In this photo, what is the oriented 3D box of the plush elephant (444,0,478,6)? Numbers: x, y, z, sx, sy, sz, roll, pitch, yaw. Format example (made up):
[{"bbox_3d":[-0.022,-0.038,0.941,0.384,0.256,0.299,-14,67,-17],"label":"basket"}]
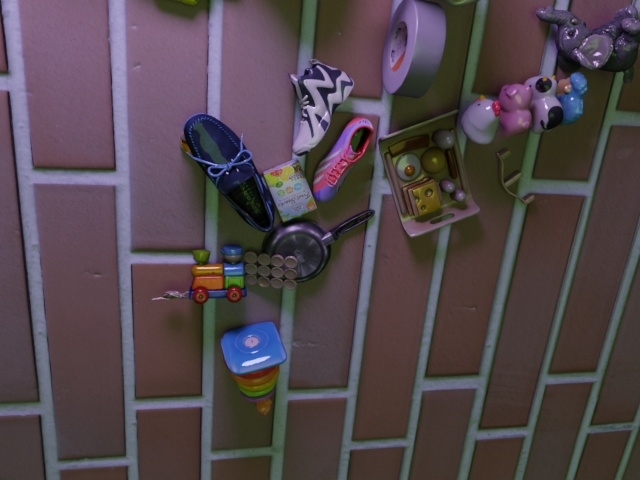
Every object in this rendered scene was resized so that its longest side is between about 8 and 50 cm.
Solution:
[{"bbox_3d":[0.274,-0.663,1.211,0.256,0.330,0.271,-16,73,-36],"label":"plush elephant"}]

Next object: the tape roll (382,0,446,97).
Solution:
[{"bbox_3d":[0.216,-0.453,1.334,0.073,0.219,0.219,5,109,-14],"label":"tape roll"}]

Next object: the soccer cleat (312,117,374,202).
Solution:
[{"bbox_3d":[0.057,-0.205,1.460,0.083,0.095,0.248,27,102,-20],"label":"soccer cleat"}]

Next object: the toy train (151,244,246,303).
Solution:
[{"bbox_3d":[-0.322,0.087,1.490,0.248,0.105,0.143,-1,100,-12],"label":"toy train"}]

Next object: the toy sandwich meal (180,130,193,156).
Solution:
[{"bbox_3d":[-0.308,-0.242,1.401,0.086,0.029,0.085,-4,111,-11],"label":"toy sandwich meal"}]

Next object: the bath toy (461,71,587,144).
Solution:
[{"bbox_3d":[0.526,-0.351,1.465,0.349,0.129,0.151,-16,71,-19],"label":"bath toy"}]

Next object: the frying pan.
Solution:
[{"bbox_3d":[-0.001,0.028,1.565,0.327,0.053,0.197,-6,112,-7],"label":"frying pan"}]

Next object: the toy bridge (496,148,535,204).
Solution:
[{"bbox_3d":[0.547,-0.176,1.616,0.063,0.026,0.188,-36,113,4],"label":"toy bridge"}]

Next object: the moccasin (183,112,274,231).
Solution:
[{"bbox_3d":[-0.201,-0.164,1.388,0.138,0.117,0.342,-38,121,0],"label":"moccasin"}]

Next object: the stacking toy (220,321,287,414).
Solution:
[{"bbox_3d":[-0.182,0.397,1.624,0.166,0.175,0.301,-13,126,-13],"label":"stacking toy"}]

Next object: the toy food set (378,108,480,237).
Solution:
[{"bbox_3d":[0.302,-0.177,1.526,0.220,0.092,0.305,-21,113,-4],"label":"toy food set"}]

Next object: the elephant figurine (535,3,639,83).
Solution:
[{"bbox_3d":[0.691,-0.510,1.472,0.240,0.185,0.169,-11,156,3],"label":"elephant figurine"}]

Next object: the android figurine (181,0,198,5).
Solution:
[{"bbox_3d":[-0.307,-0.654,1.231,0.273,0.056,0.248,7,109,-15],"label":"android figurine"}]

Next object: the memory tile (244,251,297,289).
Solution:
[{"bbox_3d":[-0.135,0.083,1.536,0.148,0.012,0.113,6,122,6],"label":"memory tile"}]

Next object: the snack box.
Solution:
[{"bbox_3d":[-0.080,-0.132,1.488,0.100,0.037,0.141,-22,114,-3],"label":"snack box"}]

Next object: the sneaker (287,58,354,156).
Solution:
[{"bbox_3d":[-0.039,-0.338,1.390,0.153,0.094,0.234,31,101,-20],"label":"sneaker"}]
